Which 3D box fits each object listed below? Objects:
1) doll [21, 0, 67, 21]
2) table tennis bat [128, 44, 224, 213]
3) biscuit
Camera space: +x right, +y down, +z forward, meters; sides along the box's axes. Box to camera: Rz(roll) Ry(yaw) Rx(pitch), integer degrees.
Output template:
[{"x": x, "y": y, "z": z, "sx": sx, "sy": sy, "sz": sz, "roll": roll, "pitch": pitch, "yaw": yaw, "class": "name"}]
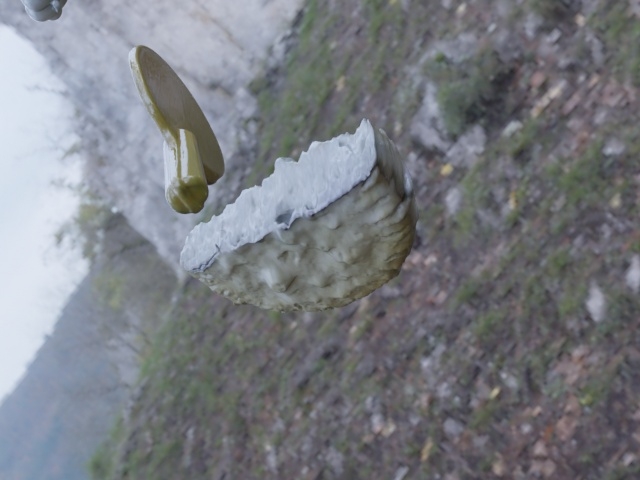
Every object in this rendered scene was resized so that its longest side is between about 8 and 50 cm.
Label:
[{"x": -0.397, "y": -0.345, "z": 1.481, "sx": 0.062, "sy": 0.162, "sz": 0.106, "roll": -52, "pitch": -15, "yaw": -12, "class": "doll"}, {"x": -0.175, "y": -0.134, "z": 1.428, "sx": 0.050, "sy": 0.198, "sz": 0.321, "roll": -29, "pitch": 34, "yaw": 10, "class": "table tennis bat"}, {"x": 0.000, "y": 0.000, "z": 1.181, "sx": 0.281, "sy": 0.179, "sz": 0.084, "roll": -33, "pitch": 35, "yaw": 35, "class": "biscuit"}]
